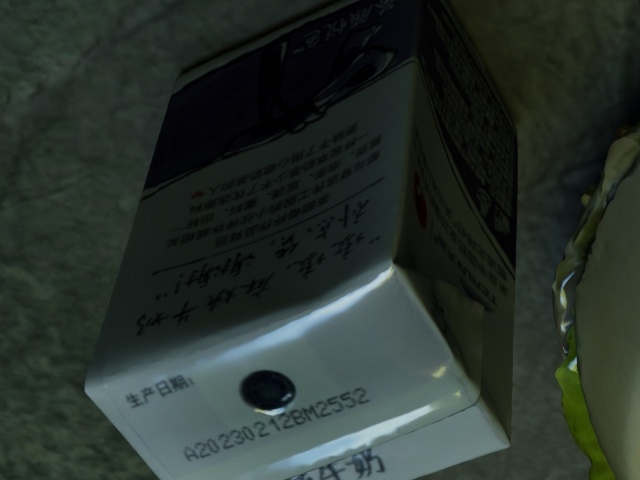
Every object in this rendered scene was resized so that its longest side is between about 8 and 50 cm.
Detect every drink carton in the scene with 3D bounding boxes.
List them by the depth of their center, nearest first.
[{"bbox_3d":[0.001,0.000,0.688,0.134,0.222,0.102,-20,121,20],"label":"drink carton"}]

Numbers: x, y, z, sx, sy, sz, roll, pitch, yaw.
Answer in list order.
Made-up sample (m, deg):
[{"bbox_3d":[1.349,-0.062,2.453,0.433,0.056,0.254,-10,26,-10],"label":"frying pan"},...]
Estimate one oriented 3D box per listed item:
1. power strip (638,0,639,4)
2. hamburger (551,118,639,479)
[{"bbox_3d":[0.191,-0.112,0.631,0.154,0.154,0.078,-14,126,16],"label":"power strip"},{"bbox_3d":[0.245,0.036,0.721,0.302,0.170,0.302,1,124,2],"label":"hamburger"}]
